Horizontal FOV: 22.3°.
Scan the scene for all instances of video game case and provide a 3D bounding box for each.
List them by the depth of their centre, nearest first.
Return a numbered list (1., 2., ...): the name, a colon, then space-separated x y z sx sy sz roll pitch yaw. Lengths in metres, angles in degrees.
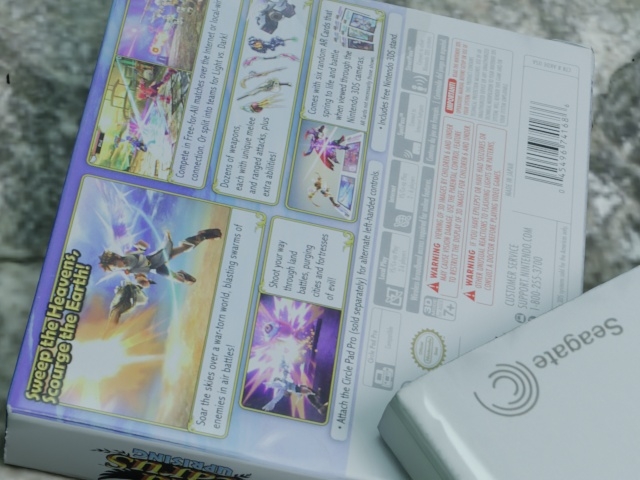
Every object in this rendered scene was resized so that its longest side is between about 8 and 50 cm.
1. video game case: 0.000 0.000 0.768 0.244 0.061 0.269 13 56 -6

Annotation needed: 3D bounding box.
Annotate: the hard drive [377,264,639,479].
1. hard drive: 0.216 0.158 0.645 0.233 0.047 0.353 -24 63 -26
